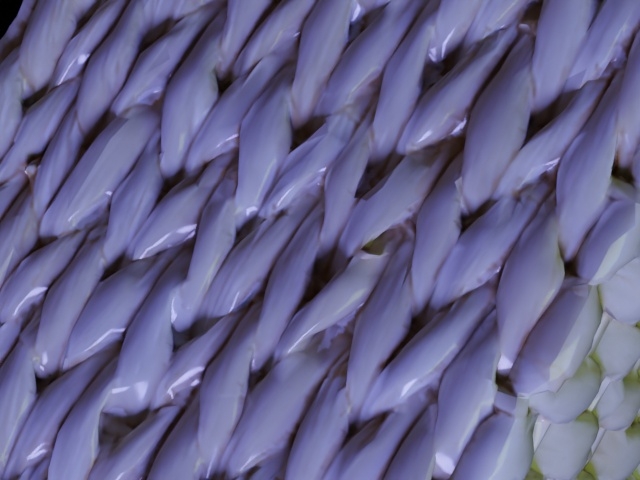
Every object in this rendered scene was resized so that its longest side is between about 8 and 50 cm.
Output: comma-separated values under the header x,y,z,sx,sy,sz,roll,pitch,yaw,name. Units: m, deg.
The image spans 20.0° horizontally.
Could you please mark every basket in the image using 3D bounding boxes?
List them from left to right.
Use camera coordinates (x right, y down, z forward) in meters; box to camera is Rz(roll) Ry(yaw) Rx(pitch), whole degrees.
x,y,z,sx,sy,sz,roll,pitch,yaw,name
0.000,0.000,0.607,0.328,0.266,0.331,-60,157,0,basket
